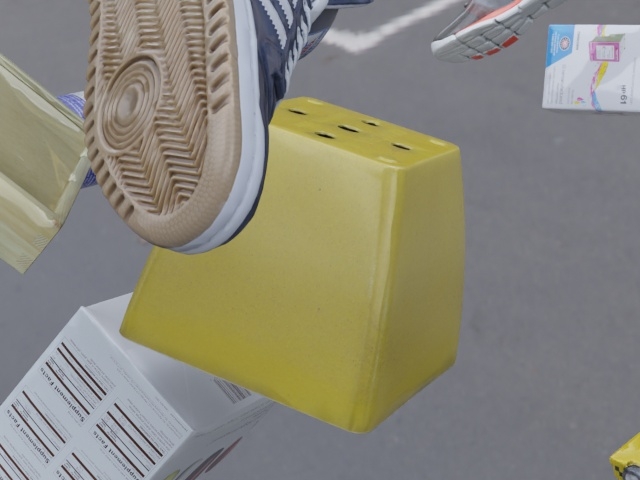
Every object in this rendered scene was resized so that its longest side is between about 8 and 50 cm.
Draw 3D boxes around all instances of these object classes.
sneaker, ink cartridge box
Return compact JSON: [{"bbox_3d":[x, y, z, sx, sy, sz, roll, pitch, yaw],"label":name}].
[{"bbox_3d":[0.164,-0.221,1.230,0.158,0.061,0.065,-31,65,14],"label":"sneaker"},{"bbox_3d":[0.292,-0.172,1.367,0.122,0.089,0.052,5,1,28],"label":"ink cartridge box"},{"bbox_3d":[-0.036,-0.092,0.670,0.099,0.153,0.282,-40,45,26],"label":"sneaker"}]

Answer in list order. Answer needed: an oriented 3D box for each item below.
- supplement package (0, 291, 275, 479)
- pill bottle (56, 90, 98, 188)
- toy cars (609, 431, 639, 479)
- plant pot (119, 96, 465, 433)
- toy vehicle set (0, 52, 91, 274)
[{"bbox_3d":[-0.171,0.162,1.223,0.203,0.149,0.194,-48,-13,22],"label":"supplement package"},{"bbox_3d":[-0.278,-0.118,1.589,0.112,0.112,0.186,13,21,39],"label":"pill bottle"},{"bbox_3d":[0.570,0.307,1.712,0.393,0.087,0.176,-6,27,10],"label":"toy cars"},{"bbox_3d":[0.000,0.000,1.054,0.212,0.187,0.212,19,17,20],"label":"plant pot"},{"bbox_3d":[-0.240,-0.104,0.722,0.035,0.267,0.166,-47,14,14],"label":"toy vehicle set"}]
